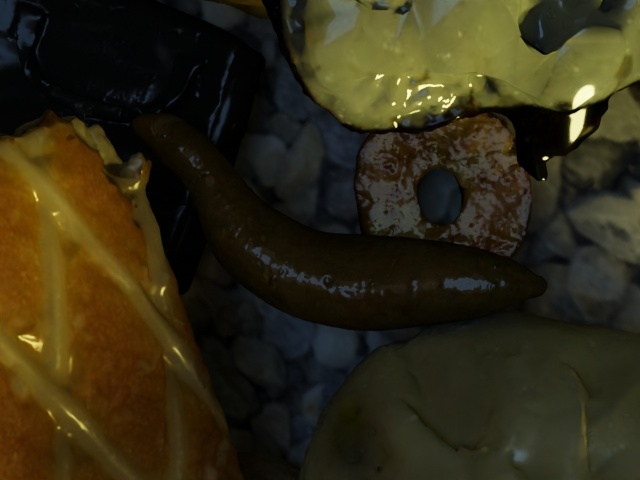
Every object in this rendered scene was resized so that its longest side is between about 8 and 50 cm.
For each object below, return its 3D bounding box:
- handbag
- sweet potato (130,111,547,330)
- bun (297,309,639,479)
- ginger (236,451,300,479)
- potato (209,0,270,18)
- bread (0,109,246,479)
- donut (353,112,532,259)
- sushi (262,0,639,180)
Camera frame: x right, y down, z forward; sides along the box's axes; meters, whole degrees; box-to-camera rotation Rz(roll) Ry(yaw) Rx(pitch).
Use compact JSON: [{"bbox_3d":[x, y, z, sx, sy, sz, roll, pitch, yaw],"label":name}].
[{"bbox_3d":[-0.196,-0.098,0.887,0.275,0.088,0.244,20,96,20],"label":"handbag"},{"bbox_3d":[-0.005,0.005,0.770,0.346,0.079,0.108,24,106,17],"label":"sweet potato"},{"bbox_3d":[0.137,0.225,0.701,0.365,0.219,0.365,-1,86,21],"label":"bun"},{"bbox_3d":[-0.071,0.212,0.860,0.174,0.051,0.069,1,94,21],"label":"ginger"},{"bbox_3d":[-0.063,-0.363,0.809,0.196,0.176,0.369,-11,81,44],"label":"potato"},{"bbox_3d":[-0.280,0.140,0.703,0.279,0.371,0.390,-3,109,39],"label":"bread"},{"bbox_3d":[0.099,-0.035,0.798,0.152,0.058,0.151,0,91,19],"label":"donut"},{"bbox_3d":[0.133,-0.173,0.688,0.349,0.207,0.234,-11,108,0],"label":"sushi"}]
